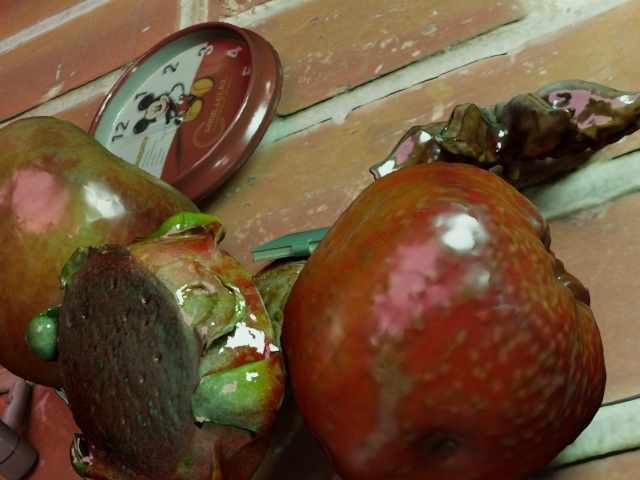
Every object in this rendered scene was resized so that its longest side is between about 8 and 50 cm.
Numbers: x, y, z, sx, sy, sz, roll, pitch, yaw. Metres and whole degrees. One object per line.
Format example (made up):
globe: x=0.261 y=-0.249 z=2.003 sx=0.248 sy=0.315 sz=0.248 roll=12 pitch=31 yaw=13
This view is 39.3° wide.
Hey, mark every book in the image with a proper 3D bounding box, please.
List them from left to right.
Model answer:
book: x=0.000 y=0.000 z=0.985 sx=0.135 sy=0.103 sz=0.017 roll=-9 pitch=98 yaw=26

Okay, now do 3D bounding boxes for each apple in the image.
apple: x=-0.274 y=0.028 z=1.003 sx=0.301 sy=0.301 sz=0.301 roll=-16 pitch=51 yaw=22

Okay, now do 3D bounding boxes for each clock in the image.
clock: x=-0.186 y=-0.162 z=1.221 sx=0.318 sy=0.080 sz=0.318 roll=-19 pitch=52 yaw=26

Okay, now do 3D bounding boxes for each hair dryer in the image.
hair dryer: x=-0.377 y=0.212 z=1.079 sx=0.047 sy=0.082 sz=0.137 roll=-26 pitch=33 yaw=14

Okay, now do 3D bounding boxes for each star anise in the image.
star anise: x=0.180 y=-0.099 z=0.878 sx=0.288 sy=0.288 sz=0.088 roll=-13 pitch=96 yaw=24

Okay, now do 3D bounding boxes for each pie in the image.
pie: x=-0.059 y=0.100 z=0.951 sx=0.163 sy=0.079 sz=0.193 roll=-12 pitch=44 yaw=38

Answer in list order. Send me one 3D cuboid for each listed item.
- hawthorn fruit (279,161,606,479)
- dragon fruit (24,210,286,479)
hawthorn fruit: x=0.093 y=0.092 z=0.744 sx=0.299 sy=0.275 sz=0.275 roll=-54 pitch=46 yaw=8
dragon fruit: x=-0.140 y=0.113 z=0.798 sx=0.295 sy=0.130 sz=0.268 roll=22 pitch=107 yaw=38
